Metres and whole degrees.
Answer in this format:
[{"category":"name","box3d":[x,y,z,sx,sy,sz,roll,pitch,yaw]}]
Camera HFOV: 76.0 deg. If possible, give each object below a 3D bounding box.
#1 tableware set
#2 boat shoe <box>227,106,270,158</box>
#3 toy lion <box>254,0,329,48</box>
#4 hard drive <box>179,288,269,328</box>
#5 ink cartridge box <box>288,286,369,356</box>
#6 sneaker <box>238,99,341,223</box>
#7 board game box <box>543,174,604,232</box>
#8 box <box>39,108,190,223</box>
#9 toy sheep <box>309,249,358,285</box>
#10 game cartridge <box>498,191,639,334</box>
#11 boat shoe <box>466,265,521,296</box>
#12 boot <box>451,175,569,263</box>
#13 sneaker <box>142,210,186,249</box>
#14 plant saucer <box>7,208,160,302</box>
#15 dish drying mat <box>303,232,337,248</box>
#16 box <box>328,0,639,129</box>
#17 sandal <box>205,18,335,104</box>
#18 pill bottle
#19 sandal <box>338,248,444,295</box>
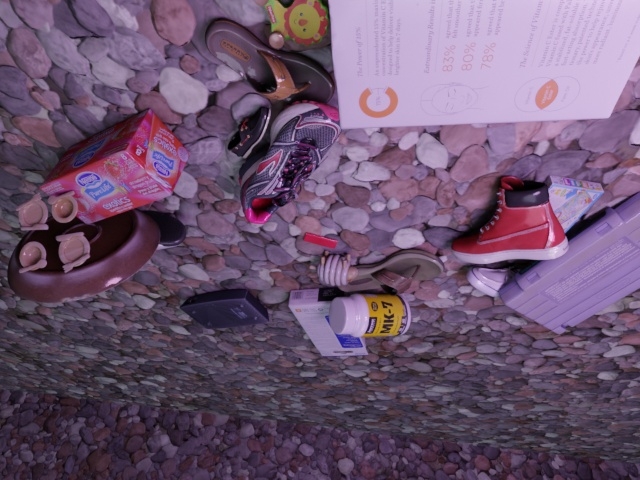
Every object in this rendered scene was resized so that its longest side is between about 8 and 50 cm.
[{"category":"tableware set","box3d":[-0.521,-0.017,0.792,0.141,0.169,0.020,-14,173,6]},{"category":"boat shoe","box3d":[-0.133,-0.202,0.762,0.042,0.049,0.133,20,146,-28]},{"category":"toy lion","box3d":[-0.038,-0.332,0.597,0.096,0.034,0.100,-11,139,12]},{"category":"hard drive","box3d":[-0.308,0.224,1.335,0.254,0.054,0.172,-11,138,23]},{"category":"ink cartridge box","box3d":[0.039,0.276,1.335,0.175,0.069,0.371,-6,138,16]},{"category":"sneaker","box3d":[-0.055,-0.136,0.762,0.120,0.112,0.299,13,146,-30]},{"category":"board game box","box3d":[0.485,-0.064,0.851,0.103,0.026,0.154,9,142,-2]},{"category":"box","box3d":[-0.409,-0.142,0.823,0.256,0.128,0.123,-13,138,25]},{"category":"toy sheep","box3d":[0.035,0.075,1.064,0.132,0.091,0.091,11,145,19]},{"category":"game cartridge","box3d":[0.613,0.067,0.924,0.230,0.068,0.355,30,124,-20]},{"category":"boat shoe","box3d":[0.474,0.097,1.033,0.226,0.083,0.076,15,126,-22]},{"category":"boot","box3d":[0.368,-0.045,0.867,0.244,0.088,0.176,-10,114,50]},{"category":"sneaker","box3d":[-0.453,0.001,1.048,0.269,0.090,0.145,6,143,8]},{"category":"plant saucer","box3d":[-0.514,0.004,0.889,0.310,0.311,0.050,3,131,6]},{"category":"dish drying mat","box3d":[0.000,0.000,1.032,0.083,0.008,0.032,15,141,-8]},{"category":"box","box3d":[0.190,-0.280,0.509,0.345,0.168,0.215,0,142,9]},{"category":"sandal","box3d":[-0.082,-0.270,0.656,0.219,0.060,0.090,25,139,-22]},{"category":"pill bottle","box3d":[0.136,0.208,1.140,0.208,0.119,0.119,4,147,-27]},{"category":"sandal","box3d":[0.179,0.105,1.072,0.302,0.086,0.120,-19,135,30]}]
